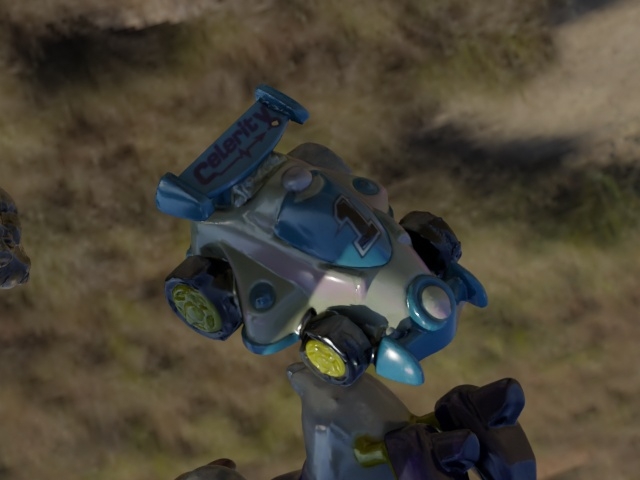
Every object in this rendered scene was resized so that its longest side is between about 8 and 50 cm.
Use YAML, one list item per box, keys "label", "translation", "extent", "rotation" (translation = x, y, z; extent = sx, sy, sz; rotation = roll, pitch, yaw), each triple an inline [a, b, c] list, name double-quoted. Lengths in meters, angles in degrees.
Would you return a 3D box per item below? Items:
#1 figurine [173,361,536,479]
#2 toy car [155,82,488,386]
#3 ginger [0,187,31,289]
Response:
- label: "figurine"
  translation: [-0.014, 0.209, 1.316]
  extent: [0.421, 0.193, 0.154]
  rotation: [-33, 173, 39]
- label: "toy car"
  translation: [0.000, 0.000, 0.819]
  extent: [0.126, 0.161, 0.098]
  rotation: [-46, 146, -29]
- label: "ginger"
  translation: [-0.243, -0.020, 0.917]
  extent: [0.213, 0.074, 0.137]
  rotation: [36, 163, -32]
